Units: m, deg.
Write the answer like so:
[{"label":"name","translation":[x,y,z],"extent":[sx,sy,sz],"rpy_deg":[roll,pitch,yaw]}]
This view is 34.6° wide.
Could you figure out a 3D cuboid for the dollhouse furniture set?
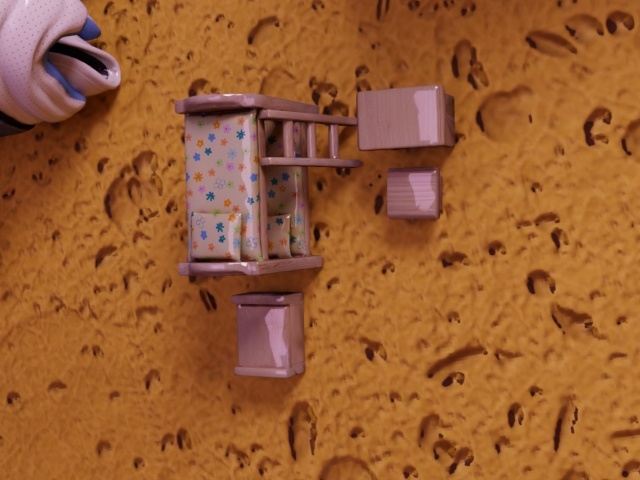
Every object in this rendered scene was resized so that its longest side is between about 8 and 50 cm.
[{"label":"dollhouse furniture set","translation":[0.000,0.000,0.641],"extent":[0.160,0.101,0.182],"rpy_deg":[-2,91,26]}]

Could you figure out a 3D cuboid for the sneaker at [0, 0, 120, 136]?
[{"label":"sneaker","translation":[-0.273,-0.104,0.761],"extent":[0.323,0.236,0.130],"rpy_deg":[128,146,-62]}]
